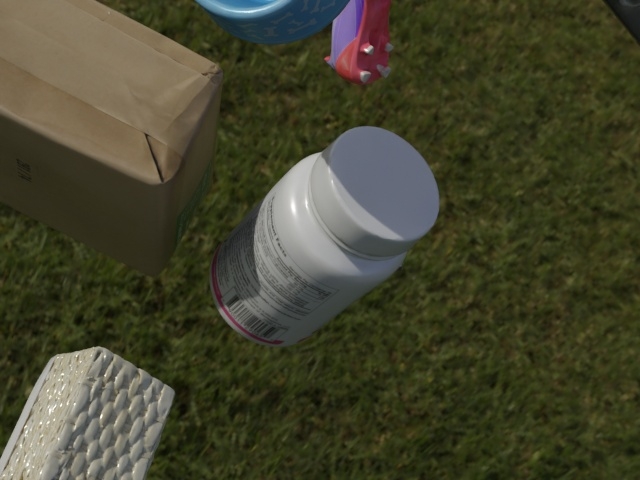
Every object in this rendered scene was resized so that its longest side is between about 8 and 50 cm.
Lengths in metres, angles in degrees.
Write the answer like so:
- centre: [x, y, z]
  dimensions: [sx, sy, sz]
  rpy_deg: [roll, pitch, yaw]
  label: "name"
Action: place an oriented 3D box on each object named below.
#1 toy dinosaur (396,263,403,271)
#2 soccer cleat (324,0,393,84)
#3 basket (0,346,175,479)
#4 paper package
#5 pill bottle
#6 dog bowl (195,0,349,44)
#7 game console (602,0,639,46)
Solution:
- centre: [0.040, 0.047, 1.467]
  dimensions: [0.118, 0.268, 0.064]
  rpy_deg: [-18, 83, -42]
  label: "toy dinosaur"
- centre: [0.056, -0.315, 1.254]
  dimensions: [0.083, 0.248, 0.095]
  rpy_deg: [-19, 39, -40]
  label: "soccer cleat"
- centre: [-0.226, 0.198, 0.973]
  dimensions: [0.113, 0.103, 0.167]
  rpy_deg: [36, 54, -27]
  label: "basket"
- centre: [-0.280, -0.131, 1.177]
  dimensions: [0.309, 0.325, 0.168]
  rpy_deg: [28, 68, 1]
  label: "paper package"
- centre: [0.000, 0.000, 1.131]
  dimensions: [0.160, 0.283, 0.160]
  rpy_deg: [15, 58, -25]
  label: "pill bottle"
- centre: [-0.061, -0.317, 0.849]
  dimensions: [0.074, 0.166, 0.297]
  rpy_deg: [-21, 104, -72]
  label: "dog bowl"
- centre: [0.379, -0.283, 0.730]
  dimensions: [0.060, 0.386, 0.342]
  rpy_deg: [34, 26, -19]
  label: "game console"
